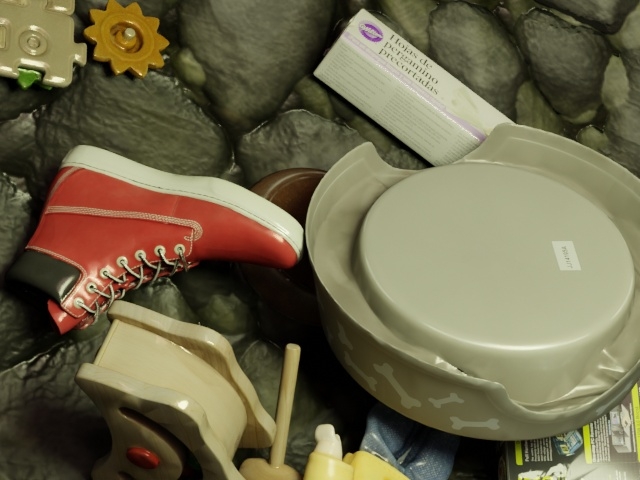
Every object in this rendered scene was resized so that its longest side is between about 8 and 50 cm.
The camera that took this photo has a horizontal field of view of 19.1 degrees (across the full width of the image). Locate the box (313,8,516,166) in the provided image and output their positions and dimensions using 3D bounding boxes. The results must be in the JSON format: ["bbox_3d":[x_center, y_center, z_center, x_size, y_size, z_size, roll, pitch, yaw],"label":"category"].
[{"bbox_3d":[0.145,-0.104,1.902,0.324,0.067,0.063,36,43,-2],"label":"box"}]

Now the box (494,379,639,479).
[{"bbox_3d":[0.273,0.178,1.782,0.216,0.060,0.270,-1,68,-4],"label":"box"}]

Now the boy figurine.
[{"bbox_3d":[0.049,0.237,1.672,0.177,0.092,0.285,47,50,-22],"label":"boy figurine"}]

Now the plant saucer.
[{"bbox_3d":[0.000,0.000,1.818,0.168,0.029,0.168,10,62,-19],"label":"plant saucer"}]

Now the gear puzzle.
[{"bbox_3d":[-0.306,-0.220,1.794,0.339,0.044,0.175,9,61,-22],"label":"gear puzzle"}]

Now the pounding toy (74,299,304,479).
[{"bbox_3d":[-0.114,0.134,1.618,0.154,0.269,0.155,6,54,25],"label":"pounding toy"}]

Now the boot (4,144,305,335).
[{"bbox_3d":[-0.148,0.025,1.681,0.244,0.088,0.176,14,59,14],"label":"boot"}]

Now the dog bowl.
[{"bbox_3d":[0.155,0.037,1.719,0.348,0.102,0.349,4,43,-4],"label":"dog bowl"}]
